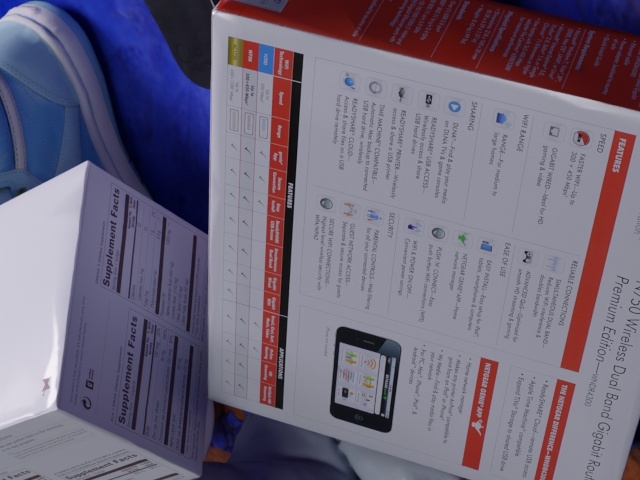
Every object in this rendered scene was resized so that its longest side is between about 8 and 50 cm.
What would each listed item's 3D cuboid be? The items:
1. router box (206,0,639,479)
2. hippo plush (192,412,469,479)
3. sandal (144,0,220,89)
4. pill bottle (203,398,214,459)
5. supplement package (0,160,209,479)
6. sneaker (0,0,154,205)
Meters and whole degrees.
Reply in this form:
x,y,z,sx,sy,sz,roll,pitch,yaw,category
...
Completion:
x,y,z,sx,sy,sz,roll,pitch,yaw,category
0.079,0.007,0.957,0.301,0.082,0.335,16,132,12,router box
-0.027,0.221,1.139,0.234,0.236,0.294,1,108,44,hippo plush
-0.131,-0.225,1.089,0.097,0.054,0.254,-21,103,51,sandal
-0.247,0.144,1.407,0.283,0.160,0.160,17,130,37,pill bottle
-0.225,0.095,1.132,0.262,0.204,0.145,-22,141,33,supplement package
-0.255,-0.019,1.252,0.127,0.208,0.319,2,121,44,sneaker
